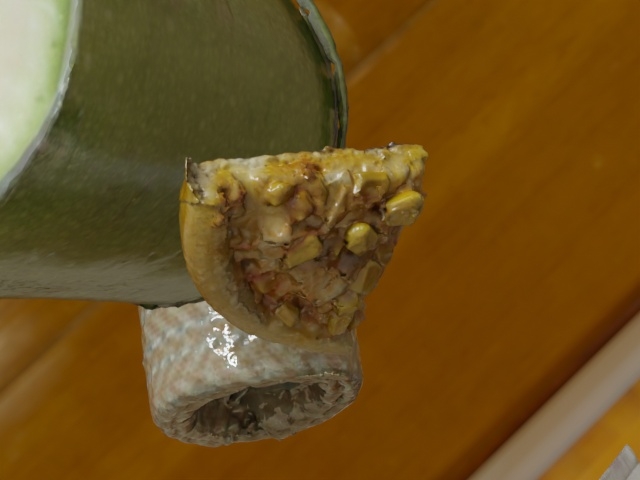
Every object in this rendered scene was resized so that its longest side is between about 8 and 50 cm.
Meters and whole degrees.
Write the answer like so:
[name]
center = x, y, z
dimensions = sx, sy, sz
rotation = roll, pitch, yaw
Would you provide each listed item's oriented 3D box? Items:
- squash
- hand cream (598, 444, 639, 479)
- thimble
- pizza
[squash]
center = -0.162, -0.093, 1.053
dimensions = 0.263, 0.263, 0.384
rotation = 44, -169, 18
[hand cream]
center = 0.231, 0.251, 1.137
dimensions = 0.248, 0.083, 0.133
rotation = 57, -150, 3
[thimble]
center = -0.064, 0.092, 1.708
dimensions = 0.229, 0.196, 0.148
rotation = 76, -175, -71
[pizza]
center = 0.000, 0.000, 0.923
dimensions = 0.178, 0.131, 0.041
rotation = 70, 174, -53
